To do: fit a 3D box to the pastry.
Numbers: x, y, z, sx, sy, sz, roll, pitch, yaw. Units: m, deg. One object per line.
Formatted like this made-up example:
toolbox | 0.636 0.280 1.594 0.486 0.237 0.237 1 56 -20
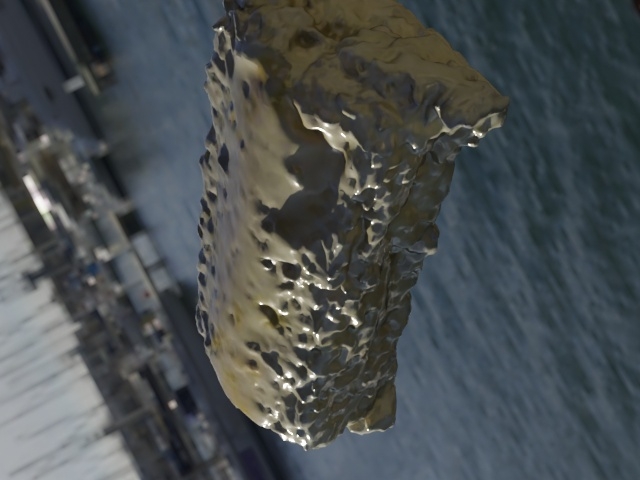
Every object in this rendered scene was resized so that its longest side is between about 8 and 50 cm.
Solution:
pastry | -0.002 -0.006 0.654 0.121 0.089 0.258 59 152 30
